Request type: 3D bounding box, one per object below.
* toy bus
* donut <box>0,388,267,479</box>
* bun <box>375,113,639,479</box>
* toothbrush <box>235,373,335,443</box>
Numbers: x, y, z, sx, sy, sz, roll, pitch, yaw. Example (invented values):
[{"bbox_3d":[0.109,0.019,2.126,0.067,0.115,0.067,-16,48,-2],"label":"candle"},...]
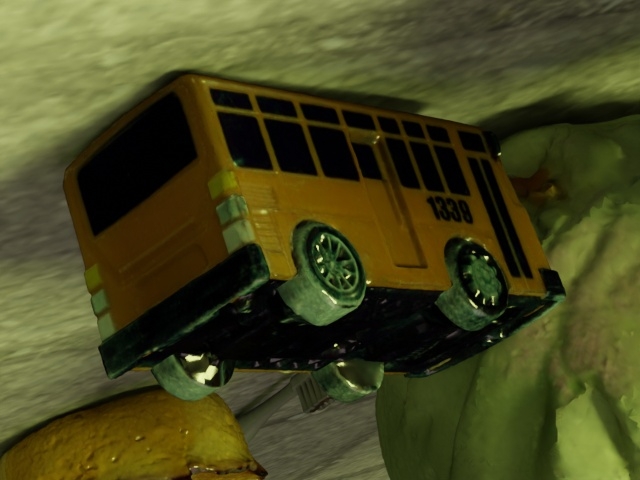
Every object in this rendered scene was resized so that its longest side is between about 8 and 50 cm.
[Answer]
[{"bbox_3d":[0.000,0.000,0.750,0.098,0.114,0.201,-34,155,36],"label":"toy bus"},{"bbox_3d":[-0.133,0.147,1.153,0.181,0.078,0.146,-20,165,18],"label":"donut"},{"bbox_3d":[0.141,0.036,0.877,0.293,0.293,0.187,-28,132,21],"label":"bun"},{"bbox_3d":[-0.069,0.155,1.340,0.025,0.030,0.342,-6,161,-32],"label":"toothbrush"}]
